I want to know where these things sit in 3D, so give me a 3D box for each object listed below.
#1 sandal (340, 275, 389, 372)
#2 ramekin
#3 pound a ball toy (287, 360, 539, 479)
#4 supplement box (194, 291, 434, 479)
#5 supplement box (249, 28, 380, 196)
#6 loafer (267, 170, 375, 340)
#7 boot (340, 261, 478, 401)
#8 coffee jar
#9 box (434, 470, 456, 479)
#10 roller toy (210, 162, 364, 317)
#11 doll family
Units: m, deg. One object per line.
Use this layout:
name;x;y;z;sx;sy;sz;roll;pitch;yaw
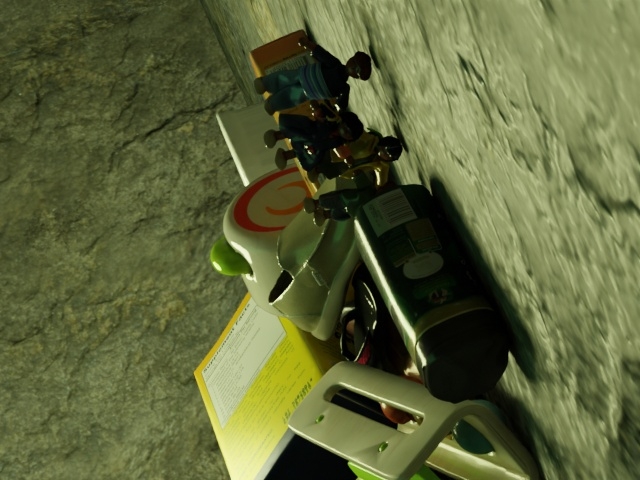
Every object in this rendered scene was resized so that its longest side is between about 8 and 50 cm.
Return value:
sandal;0.045;0.108;1.507;0.067;0.040;0.179;52;159;35
ramekin;-0.038;-0.082;1.956;0.277;0.135;0.277;157;90;-87
pound a ball toy;0.111;0.230;1.397;0.208;0.136;0.319;48;165;-19
supplement box;-0.008;0.218;1.752;0.195;0.194;0.356;28;-166;-25
supplement box;-0.005;-0.132;1.590;0.078;0.080;0.233;72;176;-66
loafer;0.000;0.000;1.473;0.102;0.092;0.268;-83;6;-54
boot;0.133;0.168;1.566;0.280;0.096;0.264;60;162;17
coffee jar;0.096;0.046;1.156;0.096;0.079;0.184;77;171;-55
box;0.116;0.339;1.841;0.142;0.154;0.300;28;-173;-16
roller toy;-0.015;0.002;1.720;0.191;0.209;0.146;-57;-43;-43
doll family;0.018;-0.097;1.236;0.193;0.111;0.076;55;-142;-35
